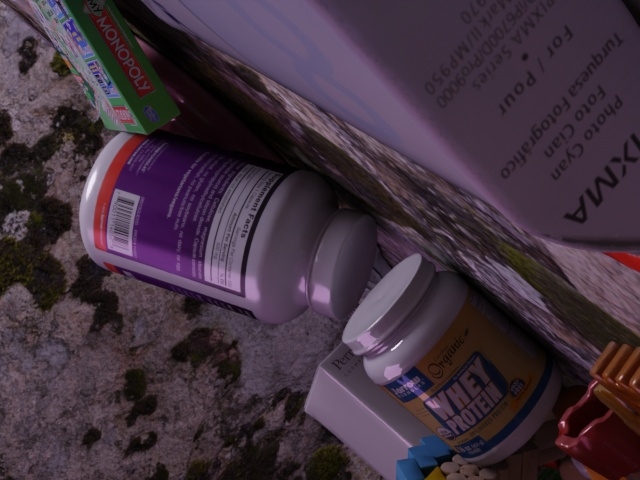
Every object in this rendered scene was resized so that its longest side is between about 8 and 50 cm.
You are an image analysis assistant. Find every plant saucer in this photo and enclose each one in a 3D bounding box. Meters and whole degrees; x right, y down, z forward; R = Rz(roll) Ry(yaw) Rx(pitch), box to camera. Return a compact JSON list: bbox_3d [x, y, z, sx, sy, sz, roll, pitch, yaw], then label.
[{"bbox_3d":[-0.169,-0.143,1.719,0.332,0.084,0.332,41,176,3],"label":"plant saucer"}]

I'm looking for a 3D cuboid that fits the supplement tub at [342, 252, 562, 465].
[{"bbox_3d":[0.136,0.123,1.342,0.200,0.144,0.144,41,176,-9],"label":"supplement tub"}]

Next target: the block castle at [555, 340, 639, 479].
[{"bbox_3d":[0.195,0.224,0.795,0.213,0.303,0.453,41,175,-3],"label":"block castle"}]

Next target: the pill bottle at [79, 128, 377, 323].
[{"bbox_3d":[-0.105,-0.013,1.496,0.323,0.181,0.181,17,167,21],"label":"pill bottle"}]

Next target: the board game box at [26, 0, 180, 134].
[{"bbox_3d":[-0.254,-0.220,1.421,0.213,0.046,0.317,58,169,-14],"label":"board game box"}]

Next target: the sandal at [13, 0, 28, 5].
[{"bbox_3d":[-0.512,-0.438,1.667,0.416,0.102,0.169,28,-167,-10],"label":"sandal"}]

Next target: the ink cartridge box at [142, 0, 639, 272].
[{"bbox_3d":[0.046,-0.061,0.598,0.385,0.091,0.308,45,174,-38],"label":"ink cartridge box"}]

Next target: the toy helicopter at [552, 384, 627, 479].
[{"bbox_3d":[0.347,0.258,1.278,0.235,0.140,0.355,50,164,-8],"label":"toy helicopter"}]

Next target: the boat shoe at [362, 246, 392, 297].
[{"bbox_3d":[0.037,0.039,1.760,0.095,0.084,0.258,39,175,21],"label":"boat shoe"}]

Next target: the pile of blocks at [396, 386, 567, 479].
[{"bbox_3d":[0.168,0.270,1.429,0.149,0.362,0.112,17,119,34],"label":"pile of blocks"}]

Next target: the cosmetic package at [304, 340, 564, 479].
[{"bbox_3d":[0.181,0.242,1.631,0.365,0.197,0.155,39,152,13],"label":"cosmetic package"}]
